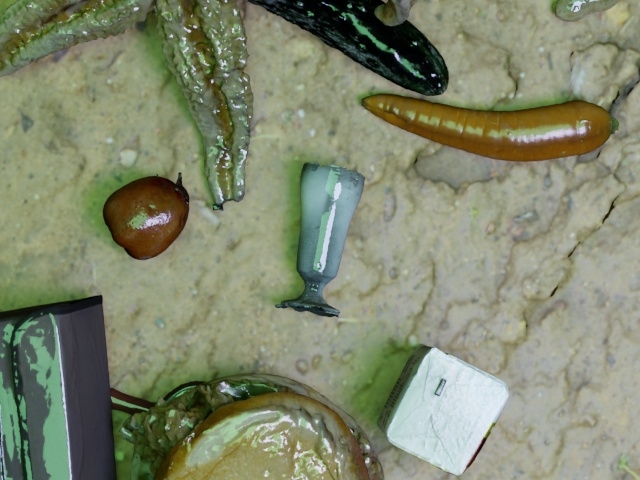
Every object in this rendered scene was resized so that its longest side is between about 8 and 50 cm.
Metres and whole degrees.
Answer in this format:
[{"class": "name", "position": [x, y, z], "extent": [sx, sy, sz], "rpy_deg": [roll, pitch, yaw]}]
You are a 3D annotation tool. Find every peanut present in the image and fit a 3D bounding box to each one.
[{"class": "peanut", "position": [0.289, -0.257, 1.597], "extent": [0.083, 0.037, 0.037], "rpy_deg": [-17, 88, -6]}]

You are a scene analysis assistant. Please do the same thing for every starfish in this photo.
[{"class": "starfish", "position": [-0.126, -0.216, 1.529], "extent": [0.432, 0.082, 0.324], "rpy_deg": [-39, 107, 24]}]

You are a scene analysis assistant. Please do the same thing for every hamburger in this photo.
[{"class": "hamburger", "position": [-0.071, 0.255, 1.517], "extent": [0.286, 0.146, 0.243], "rpy_deg": [19, 97, -10]}]

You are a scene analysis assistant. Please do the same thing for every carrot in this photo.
[{"class": "carrot", "position": [0.178, -0.118, 1.581], "extent": [0.271, 0.062, 0.066], "rpy_deg": [0, 121, 3]}]

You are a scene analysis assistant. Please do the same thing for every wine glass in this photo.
[{"class": "wine glass", "position": [0.000, 0.000, 1.567], "extent": [0.072, 0.072, 0.155], "rpy_deg": [10, 88, 0]}]

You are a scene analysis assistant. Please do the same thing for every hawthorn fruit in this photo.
[{"class": "hawthorn fruit", "position": [-0.175, -0.030, 1.558], "extent": [0.093, 0.081, 0.081], "rpy_deg": [-35, 89, 10]}]

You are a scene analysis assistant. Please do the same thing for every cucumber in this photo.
[{"class": "cucumber", "position": [0.006, -0.244, 1.573], "extent": [0.303, 0.072, 0.081], "rpy_deg": [28, 75, 0]}]

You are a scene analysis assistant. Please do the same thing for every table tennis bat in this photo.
[{"class": "table tennis bat", "position": [-0.152, 0.189, 1.584], "extent": [0.155, 0.019, 0.098], "rpy_deg": [19, 89, -3]}]

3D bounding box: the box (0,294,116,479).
[{"class": "box", "position": [-0.297, 0.192, 1.492], "extent": [0.153, 0.188, 0.252], "rpy_deg": [-6, 91, 6]}]

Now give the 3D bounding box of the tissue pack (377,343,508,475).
[{"class": "tissue pack", "position": [0.122, 0.170, 1.521], "extent": [0.099, 0.148, 0.106], "rpy_deg": [28, 88, 1]}]
